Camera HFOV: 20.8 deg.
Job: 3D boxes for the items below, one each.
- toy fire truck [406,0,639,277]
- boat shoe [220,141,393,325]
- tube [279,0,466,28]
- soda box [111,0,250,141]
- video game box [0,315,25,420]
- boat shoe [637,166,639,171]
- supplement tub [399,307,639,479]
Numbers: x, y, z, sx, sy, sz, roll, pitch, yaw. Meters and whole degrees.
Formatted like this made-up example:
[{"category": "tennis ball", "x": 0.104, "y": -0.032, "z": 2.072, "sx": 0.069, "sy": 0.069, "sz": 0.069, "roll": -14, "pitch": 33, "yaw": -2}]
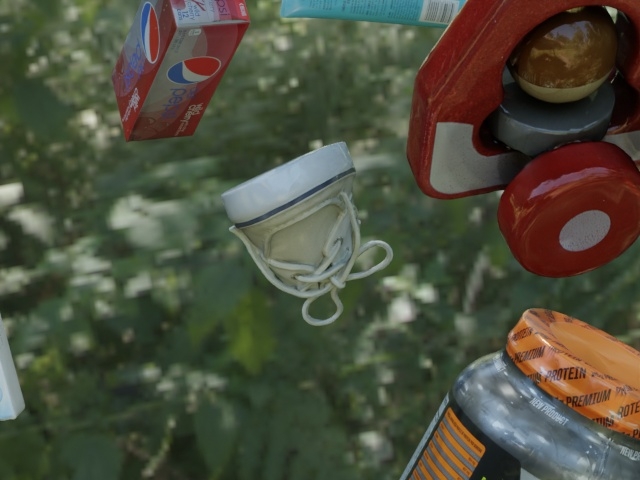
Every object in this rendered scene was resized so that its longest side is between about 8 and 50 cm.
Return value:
[{"category": "toy fire truck", "x": 0.207, "y": -0.127, "z": 1.134, "sx": 0.302, "sy": 0.254, "sz": 0.169, "roll": -9, "pitch": 46, "yaw": -14}, {"category": "boat shoe", "x": -0.008, "y": 0.004, "z": 1.732, "sx": 0.136, "sy": 0.156, "sz": 0.367, "roll": -25, "pitch": -3, "yaw": -1}, {"category": "tube", "x": 0.061, "y": -0.269, "z": 1.901, "sx": 0.207, "sy": 0.080, "sz": 0.052, "roll": 6, "pitch": 0, "yaw": -17}, {"category": "soda box", "x": -0.156, "y": -0.205, "z": 1.899, "sx": 0.083, "sy": 0.092, "sz": 0.263, "roll": -7, "pitch": -20, "yaw": -21}, {"category": "video game box", "x": -0.375, "y": 0.074, "z": 1.526, "sx": 0.187, "sy": 0.205, "sz": 0.048, "roll": -12, "pitch": 7, "yaw": 7}, {"category": "boat shoe", "x": 0.298, "y": -0.109, "z": 1.762, "sx": 0.324, "sy": 0.116, "sz": 0.123, "roll": 1, "pitch": 16, "yaw": -39}, {"category": "supplement tub", "x": 0.159, "y": 0.240, "z": 1.439, "sx": 0.207, "sy": 0.338, "sz": 0.207, "roll": 26, "pitch": 14, "yaw": -7}]
